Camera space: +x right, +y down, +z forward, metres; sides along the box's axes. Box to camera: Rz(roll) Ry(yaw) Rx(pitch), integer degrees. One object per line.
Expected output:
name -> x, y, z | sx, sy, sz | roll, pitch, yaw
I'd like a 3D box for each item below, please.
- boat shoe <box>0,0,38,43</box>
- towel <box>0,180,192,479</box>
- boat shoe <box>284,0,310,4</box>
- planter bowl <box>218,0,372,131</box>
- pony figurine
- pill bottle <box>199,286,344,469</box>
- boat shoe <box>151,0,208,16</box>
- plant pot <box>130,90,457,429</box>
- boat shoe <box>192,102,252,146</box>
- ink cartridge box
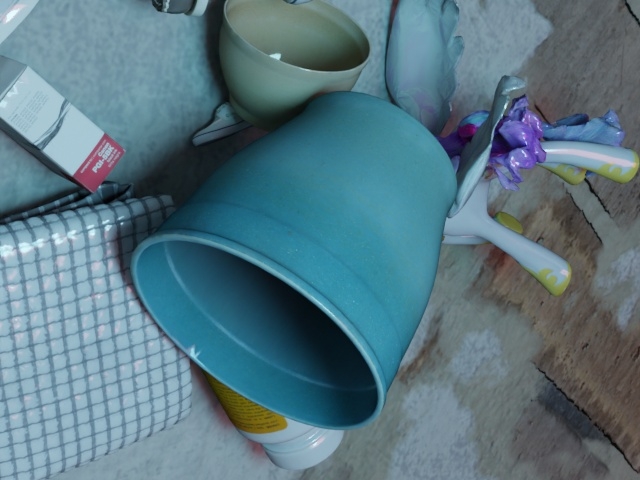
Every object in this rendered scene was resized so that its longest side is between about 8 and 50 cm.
boat shoe -> -0.333, -0.189, 1.089 | 0.063, 0.066, 0.184 | 44, 80, -24
towel -> -0.264, 0.090, 1.203 | 0.235, 0.121, 0.283 | -18, 117, -30
boat shoe -> -0.075, -0.363, 1.200 | 0.088, 0.096, 0.267 | -25, 117, -21
planter bowl -> -0.038, -0.184, 1.265 | 0.162, 0.162, 0.109 | -10, 138, -34
pony figurine -> 0.173, -0.093, 1.373 | 0.364, 0.302, 0.351 | 8, 128, -22
pill bottle -> -0.060, 0.146, 1.360 | 0.136, 0.136, 0.245 | -38, 125, -21
boat shoe -> -0.171, -0.370, 1.116 | 0.097, 0.116, 0.324 | -15, 110, -27
plant pot -> 0.000, 0.000, 1.149 | 0.255, 0.272, 0.271 | -55, 131, -29
boat shoe -> -0.102, -0.134, 1.303 | 0.100, 0.035, 0.035 | -27, 93, -23
ink cartridge box -> -0.269, -0.114, 1.137 | 0.056, 0.099, 0.135 | -54, 129, -9
